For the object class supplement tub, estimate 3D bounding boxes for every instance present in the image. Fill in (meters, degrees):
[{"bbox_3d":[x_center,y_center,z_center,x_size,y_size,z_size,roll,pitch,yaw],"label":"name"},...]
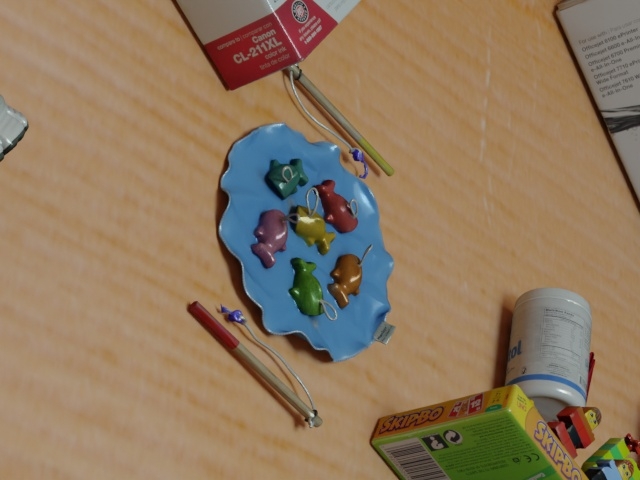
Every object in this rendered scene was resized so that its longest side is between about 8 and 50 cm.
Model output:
[{"bbox_3d":[0.196,0.102,1.280,0.071,0.071,0.107,42,44,-35],"label":"supplement tub"}]

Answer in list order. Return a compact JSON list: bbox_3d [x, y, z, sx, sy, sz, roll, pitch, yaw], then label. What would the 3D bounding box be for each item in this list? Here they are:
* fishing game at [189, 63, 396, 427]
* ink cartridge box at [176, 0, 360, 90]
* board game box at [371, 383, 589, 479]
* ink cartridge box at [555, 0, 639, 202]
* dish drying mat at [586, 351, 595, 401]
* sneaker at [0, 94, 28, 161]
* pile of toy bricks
[{"bbox_3d":[0.000,0.000,1.095,0.189,0.041,0.264,47,42,-25],"label":"fishing game"},{"bbox_3d":[-0.058,-0.219,1.087,0.175,0.072,0.127,59,38,-18],"label":"ink cartridge box"},{"bbox_3d":[0.161,0.218,1.135,0.259,0.124,0.039,54,39,-23],"label":"board game box"},{"bbox_3d":[0.405,-0.162,1.623,0.223,0.129,0.307,-38,106,-52],"label":"ink cartridge box"},{"bbox_3d":[0.235,0.139,1.326,0.032,0.008,0.083,-61,161,-45],"label":"dish drying mat"},{"bbox_3d":[-0.241,-0.038,0.770,0.094,0.081,0.208,51,33,-14],"label":"sneaker"},{"bbox_3d":[0.229,0.203,1.226,0.105,0.118,0.212,-34,105,-34],"label":"pile of toy bricks"}]
